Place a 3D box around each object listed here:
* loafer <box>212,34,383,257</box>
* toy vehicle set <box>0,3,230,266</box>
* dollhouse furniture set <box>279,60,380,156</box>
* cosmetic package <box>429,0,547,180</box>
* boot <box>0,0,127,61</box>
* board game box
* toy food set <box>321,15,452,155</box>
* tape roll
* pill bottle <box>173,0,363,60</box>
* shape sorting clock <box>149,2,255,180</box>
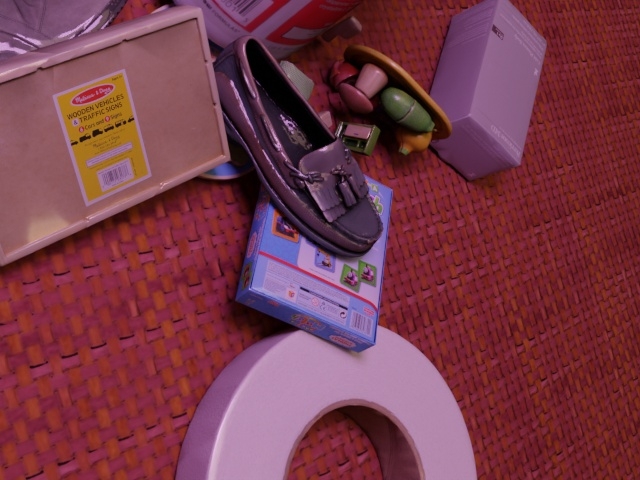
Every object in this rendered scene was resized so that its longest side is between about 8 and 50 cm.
[{"bbox_3d":[-0.022,-0.098,0.882,0.267,0.084,0.096,49,48,-2],"label":"loafer"},{"bbox_3d":[-0.212,-0.105,0.782,0.266,0.035,0.166,-29,127,-33],"label":"toy vehicle set"},{"bbox_3d":[0.003,-0.147,0.993,0.151,0.058,0.076,29,80,-48],"label":"dollhouse furniture set"},{"bbox_3d":[0.238,-0.222,1.202,0.127,0.107,0.238,34,56,-31],"label":"cosmetic package"},{"bbox_3d":[-0.291,-0.229,0.786,0.161,0.083,0.247,40,61,-23],"label":"boot"},{"bbox_3d":[0.000,0.000,0.928,0.160,0.039,0.212,26,54,-23],"label":"board game box"},{"bbox_3d":[0.069,-0.179,1.058,0.218,0.128,0.071,41,81,-23],"label":"toy food set"},{"bbox_3d":[0.022,0.284,0.917,0.391,0.072,0.392,11,73,-37],"label":"tape roll"},{"bbox_3d":[0.025,-0.376,0.850,0.229,0.407,0.229,23,54,-37],"label":"pill bottle"},{"bbox_3d":[-0.126,-0.169,0.933,0.206,0.040,0.206,11,72,-37],"label":"shape sorting clock"}]
